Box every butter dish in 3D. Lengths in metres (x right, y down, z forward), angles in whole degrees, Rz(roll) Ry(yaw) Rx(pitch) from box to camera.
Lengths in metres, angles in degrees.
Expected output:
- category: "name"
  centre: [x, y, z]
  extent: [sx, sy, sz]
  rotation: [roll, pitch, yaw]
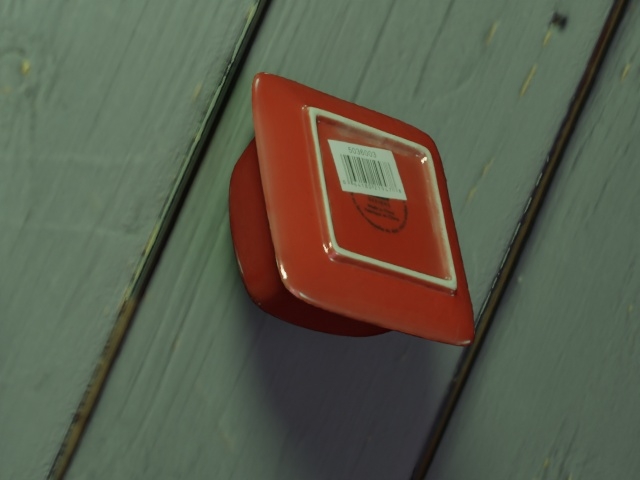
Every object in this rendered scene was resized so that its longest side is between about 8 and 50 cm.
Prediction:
- category: "butter dish"
  centre: [0.000, 0.000, 1.115]
  extent: [0.160, 0.118, 0.160]
  rotation: [16, 53, -38]
